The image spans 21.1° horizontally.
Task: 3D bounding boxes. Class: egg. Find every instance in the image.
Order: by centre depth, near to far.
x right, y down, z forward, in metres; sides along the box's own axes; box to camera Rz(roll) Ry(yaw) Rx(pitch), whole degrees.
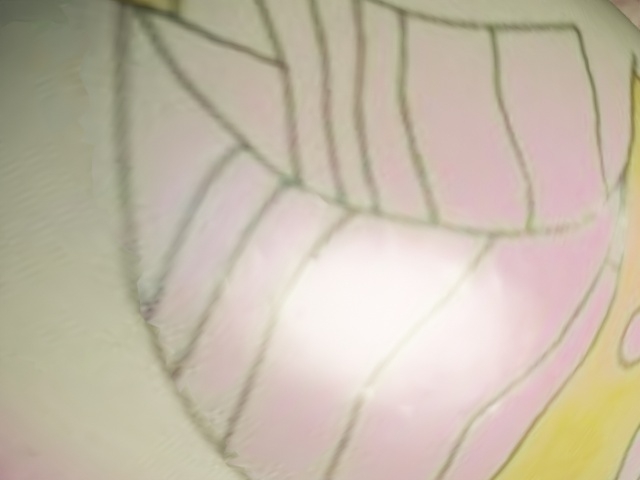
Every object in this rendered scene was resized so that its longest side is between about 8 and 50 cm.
[{"bbox_3d":[0.000,0.000,0.452,0.271,0.196,0.196,22,95,-19],"label":"egg"}]
